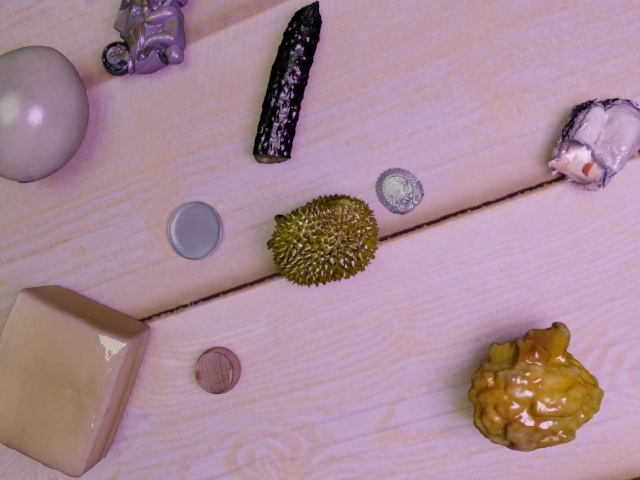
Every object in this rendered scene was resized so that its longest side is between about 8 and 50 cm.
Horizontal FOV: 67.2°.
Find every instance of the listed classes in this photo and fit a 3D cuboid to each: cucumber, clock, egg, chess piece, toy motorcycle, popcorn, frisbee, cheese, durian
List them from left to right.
[{"bbox_3d":[-0.525,-0.227,0.872,0.186,0.186,0.253,21,95,11],"label":"egg"},{"bbox_3d":[-0.470,0.247,0.883,0.242,0.124,0.266,20,93,7],"label":"cheese"},{"bbox_3d":[-0.307,-0.391,0.894,0.152,0.073,0.225,31,96,9],"label":"toy motorcycle"},{"bbox_3d":[-0.233,-0.018,0.898,0.110,0.014,0.110,0,89,12],"label":"frisbee"},{"bbox_3d":[-0.185,0.235,0.870,0.083,0.038,0.084,0,91,11],"label":"chess piece"},{"bbox_3d":[-0.055,-0.279,0.846,0.072,0.072,0.300,14,89,11],"label":"cucumber"},{"bbox_3d":[0.002,0.006,0.780,0.198,0.159,0.146,-24,96,13],"label":"durian"},{"bbox_3d":[0.135,-0.087,0.831,0.074,0.010,0.083,-45,80,7],"label":"clock"},{"bbox_3d":[0.304,0.218,0.709,0.197,0.197,0.156,-33,67,8],"label":"popcorn"}]

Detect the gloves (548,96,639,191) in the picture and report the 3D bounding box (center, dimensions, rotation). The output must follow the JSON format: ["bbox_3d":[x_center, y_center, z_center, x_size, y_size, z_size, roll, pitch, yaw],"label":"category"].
[{"bbox_3d":[0.428,-0.156,0.747,0.114,0.070,0.153,37,89,18],"label":"gloves"}]
